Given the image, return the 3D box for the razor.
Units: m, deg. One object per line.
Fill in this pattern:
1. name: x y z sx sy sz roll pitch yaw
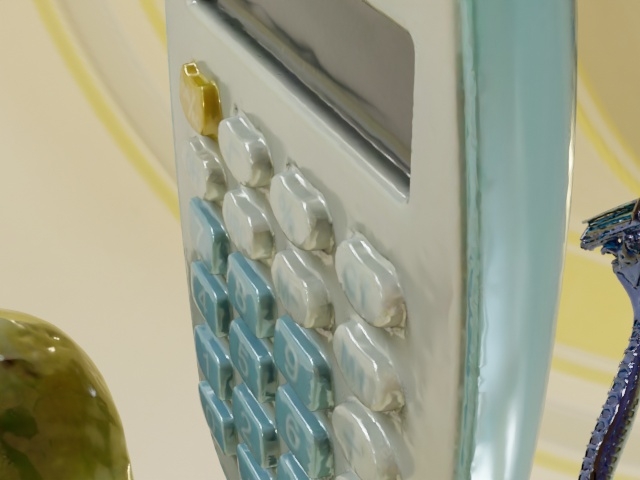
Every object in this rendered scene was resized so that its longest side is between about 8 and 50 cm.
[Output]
1. razor: 0.226 0.129 0.982 0.056 0.093 0.324 17 -107 -15

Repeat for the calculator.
1. calculator: 0.000 0.000 0.453 0.054 0.386 0.256 -10 -148 -23

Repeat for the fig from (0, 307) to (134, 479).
1. fig: -0.266 0.143 0.781 0.314 0.233 0.233 15 -119 -29
